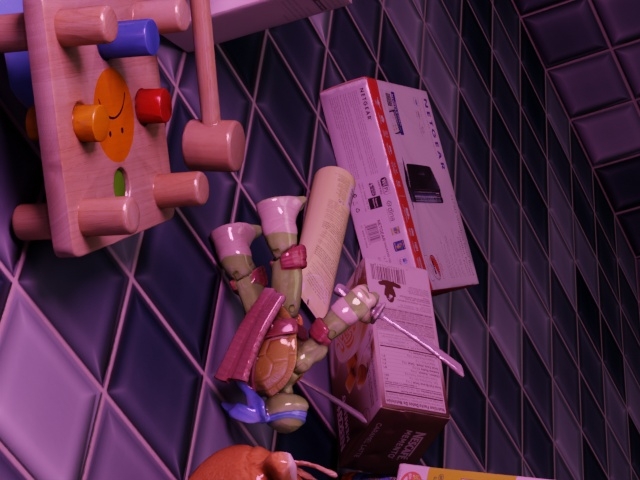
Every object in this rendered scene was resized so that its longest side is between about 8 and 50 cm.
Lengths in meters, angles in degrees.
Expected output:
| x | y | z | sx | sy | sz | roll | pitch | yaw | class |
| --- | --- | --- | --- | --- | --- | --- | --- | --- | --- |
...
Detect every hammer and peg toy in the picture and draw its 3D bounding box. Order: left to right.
| x | y | z | sx | sy | sz | roll | pitch | yaw | class |
| --- | --- | --- | --- | --- | --- | --- | --- | --- | --- |
| -0.201 | -0.142 | 1.728 | 0.361 | 0.127 | 0.266 | -32 | 117 | -69 | hammer and peg toy |

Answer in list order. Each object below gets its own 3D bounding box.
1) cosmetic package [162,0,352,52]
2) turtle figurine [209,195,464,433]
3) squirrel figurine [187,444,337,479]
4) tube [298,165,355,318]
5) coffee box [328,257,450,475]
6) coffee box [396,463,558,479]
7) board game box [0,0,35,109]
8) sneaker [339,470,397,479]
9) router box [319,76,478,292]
| x | y | z | sx | sy | sz | roll | pitch | yaw | class |
| --- | --- | --- | --- | --- | --- | --- | --- | --- | --- |
| -0.103 | -0.375 | 2.059 | 0.138 | 0.224 | 0.224 | 25 | 51 | -78 | cosmetic package |
| -0.013 | 0.093 | 2.002 | 0.198 | 0.274 | 0.266 | 119 | -42 | -70 | turtle figurine |
| -0.018 | 0.392 | 1.664 | 0.370 | 0.281 | 0.397 | 61 | 21 | -15 | squirrel figurine |
| 0.000 | 0.000 | 2.302 | 0.070 | 0.062 | 0.240 | 20 | 47 | -9 | tube |
| 0.083 | 0.164 | 2.191 | 0.098 | 0.141 | 0.246 | 12 | 46 | -18 | coffee box |
| 0.271 | 0.500 | 2.079 | 0.337 | 0.334 | 0.338 | 47 | 51 | -54 | coffee box |
| -0.304 | -0.206 | 1.710 | 0.133 | 0.033 | 0.169 | -16 | 97 | -70 | board game box |
| 0.069 | 0.383 | 2.131 | 0.083 | 0.087 | 0.221 | 48 | 32 | -47 | sneaker |
| 0.127 | -0.076 | 2.635 | 0.301 | 0.082 | 0.335 | -4 | 78 | -69 | router box |
